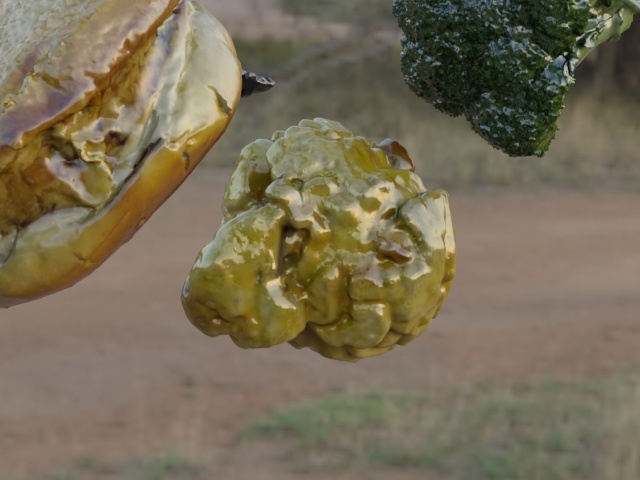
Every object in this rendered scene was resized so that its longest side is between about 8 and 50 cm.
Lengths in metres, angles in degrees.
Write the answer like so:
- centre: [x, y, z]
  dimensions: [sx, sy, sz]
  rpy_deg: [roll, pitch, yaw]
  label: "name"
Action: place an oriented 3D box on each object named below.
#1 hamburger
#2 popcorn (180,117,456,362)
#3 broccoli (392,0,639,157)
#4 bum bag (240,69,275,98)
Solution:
- centre: [-0.201, -0.085, 1.419]
  dimensions: [0.290, 0.170, 0.314]
  rpy_deg: [-43, 25, -6]
  label: "hamburger"
- centre: [0.000, 0.000, 2.043]
  dimensions: [0.332, 0.265, 0.225]
  rpy_deg: [-13, -11, -31]
  label: "popcorn"
- centre: [0.225, -0.259, 2.133]
  dimensions: [0.283, 0.321, 0.304]
  rpy_deg: [-9, 57, -29]
  label: "broccoli"
- centre: [-0.108, -0.192, 2.282]
  dimensions: [0.058, 0.034, 0.124]
  rpy_deg: [-17, -22, 32]
  label: "bum bag"
